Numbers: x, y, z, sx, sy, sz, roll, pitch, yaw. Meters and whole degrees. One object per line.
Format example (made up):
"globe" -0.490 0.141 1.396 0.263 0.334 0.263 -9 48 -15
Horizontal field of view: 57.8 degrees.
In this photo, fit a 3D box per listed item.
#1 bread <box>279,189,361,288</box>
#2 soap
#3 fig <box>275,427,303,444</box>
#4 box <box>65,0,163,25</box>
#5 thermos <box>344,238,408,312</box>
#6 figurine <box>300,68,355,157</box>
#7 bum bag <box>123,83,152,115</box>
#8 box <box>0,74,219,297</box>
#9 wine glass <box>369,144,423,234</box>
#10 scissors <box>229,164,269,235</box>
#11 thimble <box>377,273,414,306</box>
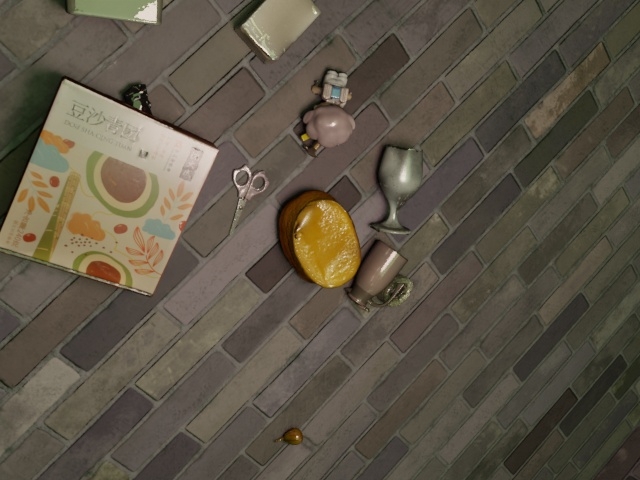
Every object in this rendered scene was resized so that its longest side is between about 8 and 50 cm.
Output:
"bread" 0.000 0.000 1.543 0.196 0.143 0.269 -27 112 -14
"soap" -0.101 -0.530 1.399 0.183 0.064 0.121 -49 117 -7
"fig" -0.093 0.583 1.710 0.084 0.050 0.050 -9 108 -12
"box" -0.428 -0.524 1.203 0.210 0.148 0.129 0 112 -23
"thermos" 0.168 0.113 1.665 0.137 0.105 0.193 36 92 8
"figurine" 0.028 -0.326 1.493 0.138 0.112 0.228 10 89 -22
"bum bag" -0.413 -0.294 1.330 0.058 0.034 0.124 -16 113 -20
"box" -0.468 -0.108 1.284 0.345 0.122 0.385 22 99 -28
"wine glass" 0.216 -0.142 1.618 0.127 0.126 0.241 1 106 -26
"scissors" -0.201 -0.099 1.496 0.100 0.015 0.188 18 98 -27
"thimble" 0.224 0.146 1.733 0.110 0.062 0.084 -28 117 -16
